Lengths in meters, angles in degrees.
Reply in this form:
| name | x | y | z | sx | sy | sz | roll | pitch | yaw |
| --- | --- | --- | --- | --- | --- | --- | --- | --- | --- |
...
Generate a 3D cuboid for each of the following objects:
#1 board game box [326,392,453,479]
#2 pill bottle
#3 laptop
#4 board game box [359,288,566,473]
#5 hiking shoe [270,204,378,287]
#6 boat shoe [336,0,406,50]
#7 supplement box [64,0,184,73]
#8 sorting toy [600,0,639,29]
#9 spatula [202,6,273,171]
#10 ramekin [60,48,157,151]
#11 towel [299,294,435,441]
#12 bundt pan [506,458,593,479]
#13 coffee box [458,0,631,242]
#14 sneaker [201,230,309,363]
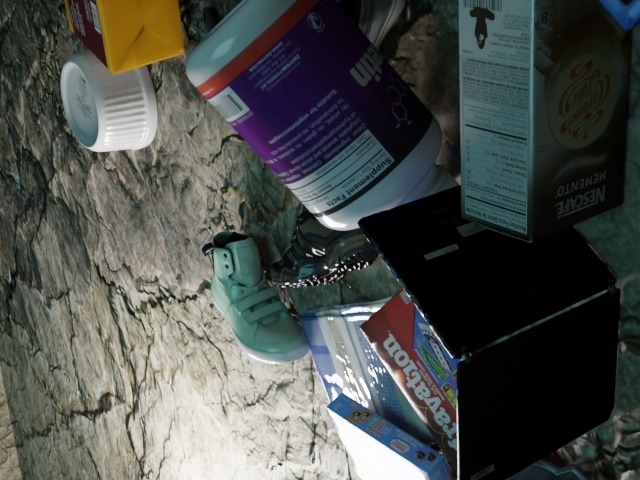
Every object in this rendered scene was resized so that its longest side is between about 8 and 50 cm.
| name | x | y | z | sx | sy | sz | roll | pitch | yaw |
| --- | --- | --- | --- | --- | --- | --- | --- | --- | --- |
| board game box | 0.108 | 0.317 | 1.356 | 0.211 | 0.039 | 0.160 | 23 | 143 | 48 |
| pill bottle | 0.012 | -0.140 | 1.111 | 0.323 | 0.181 | 0.181 | 47 | 151 | -15 |
| laptop | 0.177 | 0.084 | 0.998 | 0.264 | 0.234 | 0.137 | 55 | 144 | 23 |
| board game box | 0.168 | 0.188 | 1.209 | 0.281 | 0.027 | 0.145 | 55 | 139 | 11 |
| hiking shoe | 0.000 | 0.000 | 1.383 | 0.227 | 0.086 | 0.114 | -23 | 72 | 52 |
| boat shoe | 0.027 | -0.245 | 1.201 | 0.079 | 0.081 | 0.227 | 57 | 144 | 22 |
| supplement box | -0.329 | -0.406 | 1.578 | 0.194 | 0.129 | 0.191 | 44 | 147 | 42 |
| sorting toy | 0.337 | -0.305 | 0.724 | 0.196 | 0.047 | 0.348 | 44 | 126 | 29 |
| spatula | -0.114 | -0.239 | 1.464 | 0.296 | 0.030 | 0.084 | 60 | 145 | 19 |
| ramekin | -0.398 | -0.262 | 1.808 | 0.207 | 0.109 | 0.207 | 31 | 130 | 46 |
| towel | 0.076 | 0.183 | 1.388 | 0.285 | 0.034 | 0.209 | -15 | 95 | 60 |
| bundt pan | 0.262 | 0.423 | 1.104 | 0.330 | 0.124 | 0.331 | 26 | 128 | 38 |
| coffee box | 0.212 | -0.141 | 0.923 | 0.098 | 0.141 | 0.247 | 24 | 125 | 49 |
| sneaker | -0.108 | 0.083 | 1.549 | 0.256 | 0.094 | 0.151 | 39 | 142 | 44 |
